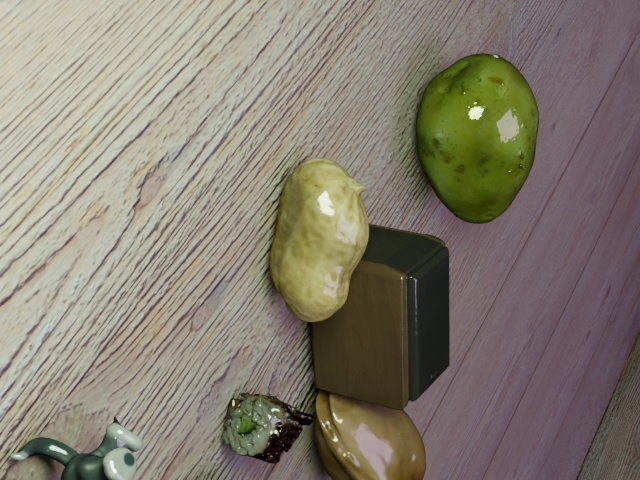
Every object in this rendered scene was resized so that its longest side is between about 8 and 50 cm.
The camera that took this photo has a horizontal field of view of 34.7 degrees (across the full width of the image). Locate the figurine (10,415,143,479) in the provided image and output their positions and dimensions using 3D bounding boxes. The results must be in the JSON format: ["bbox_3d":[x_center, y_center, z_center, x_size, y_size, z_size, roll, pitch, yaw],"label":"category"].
[{"bbox_3d":[-0.275,0.283,1.036,0.193,0.140,0.265,105,3,-58],"label":"figurine"}]

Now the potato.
[{"bbox_3d":[0.261,-0.168,1.716,0.216,0.216,0.304,-57,159,-30],"label":"potato"}]

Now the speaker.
[{"bbox_3d":[0.088,0.110,1.560,0.153,0.193,0.230,-34,128,-50],"label":"speaker"}]

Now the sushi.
[{"bbox_3d":[-0.077,0.260,1.422,0.084,0.098,0.094,31,81,-59],"label":"sushi"}]

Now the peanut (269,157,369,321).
[{"bbox_3d":[0.000,0.000,1.402,0.129,0.129,0.224,-12,116,-59],"label":"peanut"}]

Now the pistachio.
[{"bbox_3d":[0.071,0.320,1.682,0.260,0.163,0.212,60,9,-30],"label":"pistachio"}]
